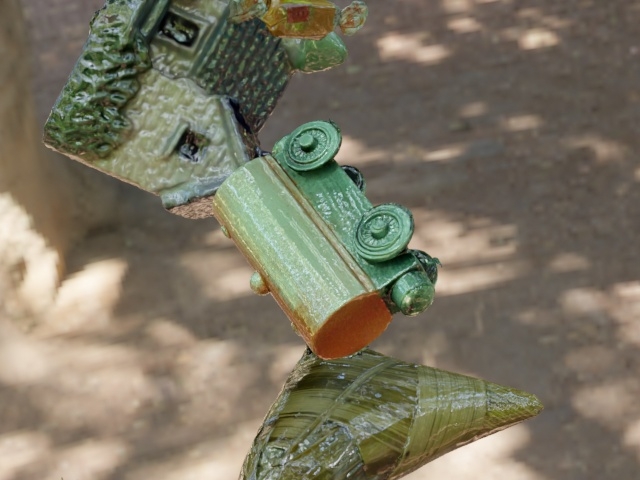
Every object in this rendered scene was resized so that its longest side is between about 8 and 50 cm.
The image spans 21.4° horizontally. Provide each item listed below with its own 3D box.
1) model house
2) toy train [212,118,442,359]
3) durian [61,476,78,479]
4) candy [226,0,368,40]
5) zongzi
[{"bbox_3d":[-0.134,-0.177,2.034,0.284,0.298,0.243,28,-1,3],"label":"model house"},{"bbox_3d":[0.000,0.000,1.771,0.177,0.116,0.285,-36,51,-3],"label":"toy train"},{"bbox_3d":[-0.238,0.336,1.586,0.182,0.165,0.132,-50,17,18],"label":"durian"},{"bbox_3d":[-0.031,-0.260,1.945,0.182,0.053,0.046,1,26,-29],"label":"candy"},{"bbox_3d":[0.076,0.228,1.834,0.288,0.134,0.286,8,35,17],"label":"zongzi"}]
